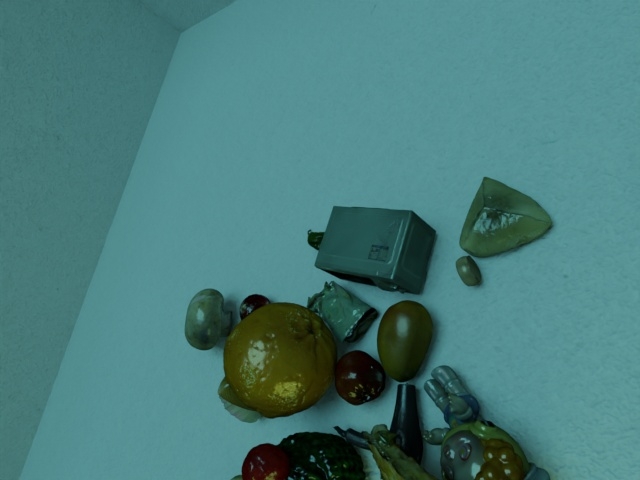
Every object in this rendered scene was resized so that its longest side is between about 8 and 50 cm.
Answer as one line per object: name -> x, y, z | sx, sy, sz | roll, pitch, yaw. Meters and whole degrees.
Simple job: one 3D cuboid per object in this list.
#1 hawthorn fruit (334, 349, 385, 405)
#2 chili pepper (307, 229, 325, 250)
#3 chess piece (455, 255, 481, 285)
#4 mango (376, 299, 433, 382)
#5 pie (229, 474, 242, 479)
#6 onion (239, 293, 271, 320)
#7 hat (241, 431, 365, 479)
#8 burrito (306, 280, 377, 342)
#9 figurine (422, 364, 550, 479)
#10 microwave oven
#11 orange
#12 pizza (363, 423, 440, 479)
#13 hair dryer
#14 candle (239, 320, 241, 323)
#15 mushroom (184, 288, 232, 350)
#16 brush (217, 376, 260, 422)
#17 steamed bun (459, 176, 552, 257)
hawthorn fruit -> 0.107, 0.382, 1.282 | 0.148, 0.148, 0.172 | -46, 31, 15
chili pepper -> 0.001, 0.002, 1.609 | 0.204, 0.073, 0.072 | 11, 92, 45
chess piece -> 0.397, 0.082, 1.202 | 0.038, 0.084, 0.083 | -28, 54, 30
mango -> 0.226, 0.273, 1.239 | 0.152, 0.121, 0.220 | 18, 89, 46
pie -> -0.236, 0.898, 1.384 | 0.339, 0.077, 0.338 | -23, 54, 36
onion -> -0.240, 0.261, 1.663 | 0.131, 0.131, 0.131 | -19, 58, 34
hat -> -0.064, 0.627, 1.177 | 0.274, 0.332, 0.242 | -22, 55, 36
burrito -> 0.063, 0.222, 1.434 | 0.144, 0.089, 0.229 | -48, 46, -6
figurine -> 0.358, 0.443, 1.002 | 0.381, 0.205, 0.224 | -96, 29, -46
microwave oven -> 0.169, 0.027, 1.364 | 0.295, 0.181, 0.237 | 7, 73, 43
orange -> -0.110, 0.343, 1.338 | 0.293, 0.341, 0.340 | -50, 44, 31
pizza -> 0.217, 0.577, 0.957 | 0.080, 0.434, 0.392 | -21, 37, -17
hair dryer -> 0.141, 0.499, 1.205 | 0.272, 0.091, 0.235 | -8, 64, 30
candle -> -0.299, 0.347, 1.720 | 0.052, 0.052, 0.130 | 31, 90, 45
mushroom -> -0.442, 0.308, 1.772 | 0.184, 0.254, 0.254 | 4, 66, -3
brush -> -0.254, 0.492, 1.460 | 0.166, 0.267, 0.174 | -40, 58, 19
steamed bun -> 0.460, -0.050, 1.195 | 0.212, 0.111, 0.231 | -54, 43, 9
